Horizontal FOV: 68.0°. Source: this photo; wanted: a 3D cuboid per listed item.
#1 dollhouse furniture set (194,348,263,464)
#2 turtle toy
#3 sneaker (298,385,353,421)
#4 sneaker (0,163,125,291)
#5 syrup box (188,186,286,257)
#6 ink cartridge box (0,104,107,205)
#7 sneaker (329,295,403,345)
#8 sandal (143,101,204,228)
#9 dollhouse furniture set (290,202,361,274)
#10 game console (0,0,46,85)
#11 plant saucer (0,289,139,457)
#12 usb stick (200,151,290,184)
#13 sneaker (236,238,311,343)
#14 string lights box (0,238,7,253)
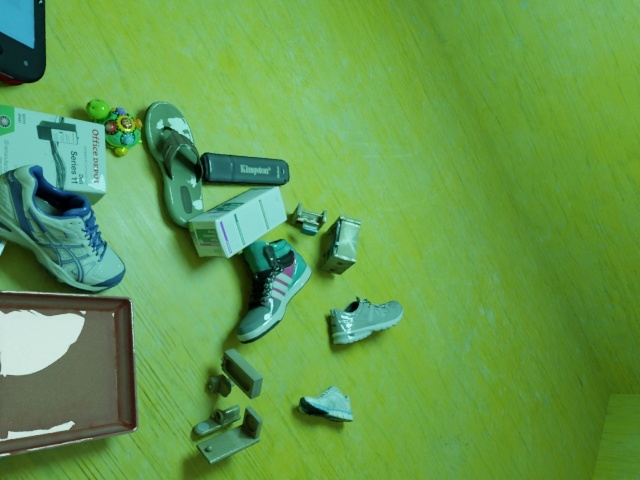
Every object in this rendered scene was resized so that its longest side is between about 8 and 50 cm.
[{"bbox_3d":[-0.206,0.342,0.997,0.123,0.144,0.151,-8,119,-44],"label":"dollhouse furniture set"},{"bbox_3d":[-0.442,-0.250,1.021,0.130,0.066,0.095,34,56,-31],"label":"turtle toy"},{"bbox_3d":[0.013,0.419,1.240,0.191,0.071,0.083,33,50,-42],"label":"sneaker"},{"bbox_3d":[-0.445,-0.011,0.848,0.296,0.131,0.112,50,19,-46],"label":"sneaker"},{"bbox_3d":[-0.193,-0.049,1.142,0.237,0.093,0.096,-37,120,-49],"label":"syrup box"},{"bbox_3d":[-0.524,-0.157,0.898,0.208,0.087,0.153,2,76,-43],"label":"ink cartridge box"},{"bbox_3d":[0.142,0.212,1.392,0.281,0.105,0.115,-14,86,-44],"label":"sneaker"},{"bbox_3d":[-0.318,-0.179,1.099,0.120,0.086,0.302,-14,86,-45],"label":"sandal"},{"bbox_3d":[0.000,0.000,1.337,0.184,0.129,0.129,15,65,-13],"label":"dollhouse furniture set"},{"bbox_3d":[-0.638,-0.497,0.821,0.342,0.060,0.386,26,54,-70],"label":"game console"},{"bbox_3d":[-0.454,0.223,0.833,0.258,0.048,0.259,13,62,-51],"label":"plant saucer"},{"bbox_3d":[-0.192,-0.185,1.243,0.278,0.045,0.077,-4,82,-46],"label":"usb stick"},{"bbox_3d":[-0.141,0.092,1.149,0.178,0.124,0.295,58,39,-19],"label":"sneaker"},{"bbox_3d":[-0.655,0.012,0.728,0.260,0.077,0.133,28,58,-35],"label":"string lights box"}]
